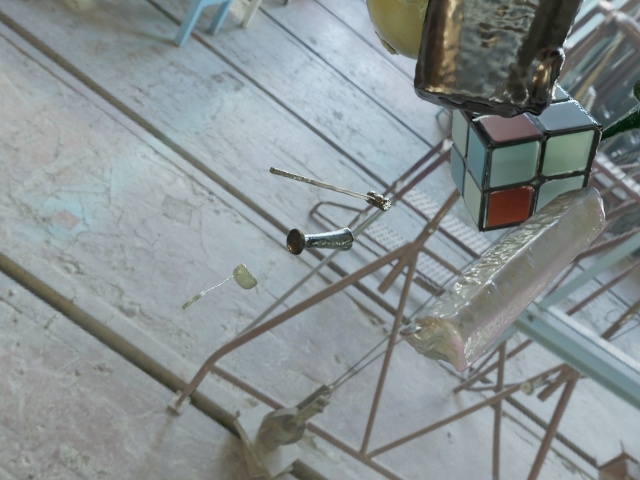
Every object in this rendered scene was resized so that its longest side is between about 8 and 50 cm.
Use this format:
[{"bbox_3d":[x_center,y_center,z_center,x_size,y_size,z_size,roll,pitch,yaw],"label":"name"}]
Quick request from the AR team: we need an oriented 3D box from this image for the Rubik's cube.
[{"bbox_3d":[0.329,-0.143,0.896,0.180,0.183,0.167,-9,42,-2],"label":"Rubik's cube"}]

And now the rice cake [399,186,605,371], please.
[{"bbox_3d":[0.252,0.034,0.665,0.399,0.064,0.070,-32,107,-33],"label":"rice cake"}]

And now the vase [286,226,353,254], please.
[{"bbox_3d":[0.000,0.000,1.185,0.167,0.059,0.059,-3,55,-49],"label":"vase"}]

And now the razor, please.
[{"bbox_3d":[0.232,-0.316,0.649,0.189,0.326,0.107,17,1,22],"label":"razor"}]

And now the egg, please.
[{"bbox_3d":[0.151,-0.364,0.805,0.164,0.164,0.201,5,58,-40],"label":"egg"}]

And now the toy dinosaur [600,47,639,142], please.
[{"bbox_3d":[0.502,-0.167,0.692,0.087,0.447,0.301,12,54,-13],"label":"toy dinosaur"}]

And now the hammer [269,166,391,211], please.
[{"bbox_3d":[0.021,-0.100,1.007,0.292,0.029,0.058,11,14,-42],"label":"hammer"}]

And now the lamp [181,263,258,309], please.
[{"bbox_3d":[-0.193,0.100,1.043,0.056,0.050,0.198,56,30,0],"label":"lamp"}]
